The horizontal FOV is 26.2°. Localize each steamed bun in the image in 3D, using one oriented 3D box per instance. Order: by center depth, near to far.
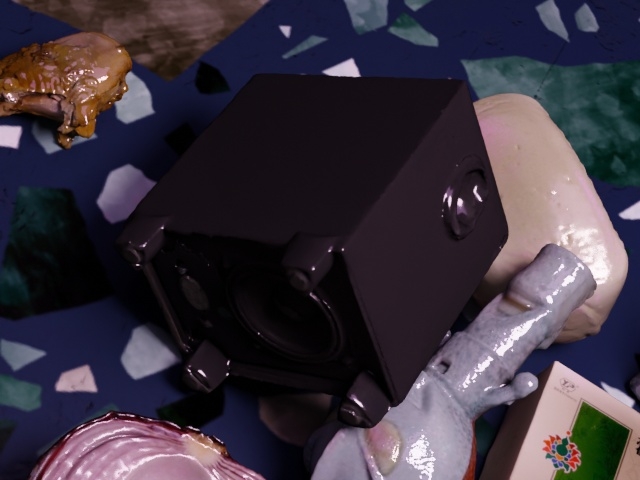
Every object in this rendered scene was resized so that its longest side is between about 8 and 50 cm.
[{"bbox_3d":[0.181,-0.009,1.329,0.153,0.170,0.238,-20,66,-7],"label":"steamed bun"}]

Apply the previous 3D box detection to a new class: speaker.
[{"bbox_3d":[0.000,0.000,1.170,0.232,0.184,0.254,7,44,34],"label":"speaker"}]

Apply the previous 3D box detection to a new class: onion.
[{"bbox_3d":[-0.148,0.277,1.030,0.227,0.120,0.283,32,50,-5],"label":"onion"}]

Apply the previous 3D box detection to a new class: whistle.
[{"bbox_3d":[0.103,0.144,1.173,0.346,0.142,0.133,-45,103,-12],"label":"whistle"}]

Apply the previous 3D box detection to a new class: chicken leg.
[{"bbox_3d":[-0.271,-0.130,1.256,0.208,0.085,0.101,-15,79,-21],"label":"chicken leg"}]

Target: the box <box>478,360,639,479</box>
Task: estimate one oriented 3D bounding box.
[{"bbox_3d":[0.256,0.238,1.249,0.212,0.095,0.168,32,51,-3],"label":"box"}]

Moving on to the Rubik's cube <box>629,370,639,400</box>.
[{"bbox_3d":[0.490,0.134,1.327,0.237,0.237,0.238,-31,75,-36],"label":"Rubik's cube"}]
